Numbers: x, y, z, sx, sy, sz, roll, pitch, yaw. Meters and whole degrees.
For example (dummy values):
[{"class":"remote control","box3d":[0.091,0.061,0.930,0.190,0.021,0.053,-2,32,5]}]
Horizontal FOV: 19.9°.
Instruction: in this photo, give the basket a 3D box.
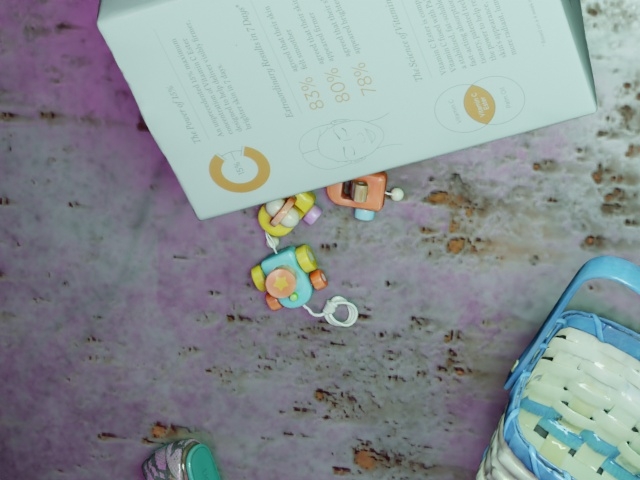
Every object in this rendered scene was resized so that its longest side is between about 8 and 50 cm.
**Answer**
[{"class":"basket","box3d":[0.268,0.156,1.531,0.255,0.201,0.289,34,140,-2]}]

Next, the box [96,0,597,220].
[{"class":"box","box3d":[0.024,-0.184,1.470,0.345,0.168,0.215,-15,129,13]}]

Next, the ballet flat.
[{"class":"ballet flat","box3d":[-0.107,0.294,1.727,0.079,0.077,0.221,-20,98,33]}]

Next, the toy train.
[{"class":"toy train","box3d":[0.000,0.000,1.628,0.125,0.046,0.166,14,108,6]}]
